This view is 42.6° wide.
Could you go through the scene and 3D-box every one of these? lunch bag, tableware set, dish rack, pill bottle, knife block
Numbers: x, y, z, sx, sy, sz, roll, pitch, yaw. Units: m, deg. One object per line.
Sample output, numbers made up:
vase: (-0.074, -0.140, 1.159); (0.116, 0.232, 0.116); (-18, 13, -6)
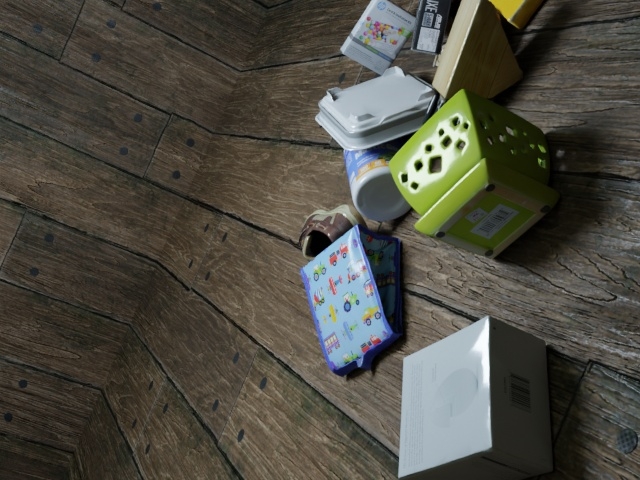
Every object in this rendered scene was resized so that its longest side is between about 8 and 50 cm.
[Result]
lunch bag: (0.080, 0.151, 1.847); (0.221, 0.138, 0.293); (-39, 45, 40)
tableware set: (0.336, -0.497, 2.016); (0.168, 0.020, 0.141); (15, 82, 65)
dish rack: (0.145, -0.332, 1.985); (0.285, 0.072, 0.333); (-20, 29, -8)
pill bottle: (0.136, -0.185, 1.976); (0.152, 0.152, 0.272); (-51, 29, 30)
knife block: (0.288, -0.347, 1.731); (0.242, 0.276, 0.088); (-31, 32, 4)

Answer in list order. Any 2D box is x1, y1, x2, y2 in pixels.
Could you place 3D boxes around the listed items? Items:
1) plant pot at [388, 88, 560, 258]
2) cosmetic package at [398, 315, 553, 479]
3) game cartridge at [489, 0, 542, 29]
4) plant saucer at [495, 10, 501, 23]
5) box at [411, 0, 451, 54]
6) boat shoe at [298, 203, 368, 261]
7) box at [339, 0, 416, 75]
plant pot: (0.293, -0.106, 1.525); (0.228, 0.227, 0.207); (-46, 38, 35)
cosmetic package: (0.250, 0.280, 1.353); (0.224, 0.138, 0.224); (-35, 39, 46)
game cartridge: (0.489, -0.659, 1.829); (0.324, 0.052, 0.285); (-52, 28, 23)
plant saucer: (0.346, -0.433, 1.865); (0.200, 0.037, 0.200); (-50, 25, 34)
box: (0.287, -0.642, 1.970); (0.242, 0.076, 0.307); (-76, -5, -47)
boat shoe: (0.000, 0.000, 2.049); (0.123, 0.123, 0.342); (-38, 8, -21)
box: (0.165, -0.569, 2.273); (0.186, 0.145, 0.038); (-55, 29, 22)
